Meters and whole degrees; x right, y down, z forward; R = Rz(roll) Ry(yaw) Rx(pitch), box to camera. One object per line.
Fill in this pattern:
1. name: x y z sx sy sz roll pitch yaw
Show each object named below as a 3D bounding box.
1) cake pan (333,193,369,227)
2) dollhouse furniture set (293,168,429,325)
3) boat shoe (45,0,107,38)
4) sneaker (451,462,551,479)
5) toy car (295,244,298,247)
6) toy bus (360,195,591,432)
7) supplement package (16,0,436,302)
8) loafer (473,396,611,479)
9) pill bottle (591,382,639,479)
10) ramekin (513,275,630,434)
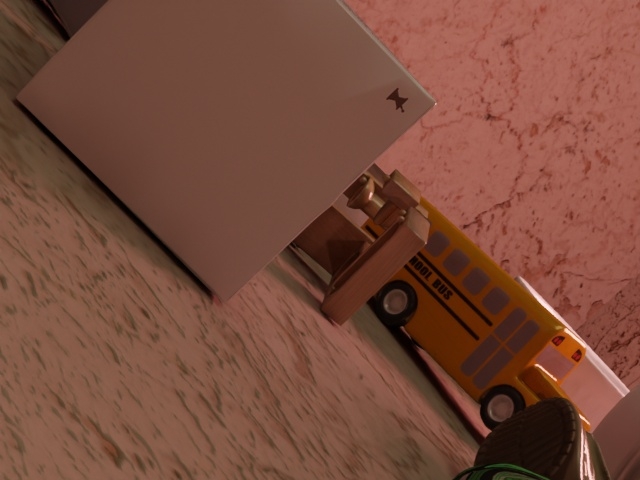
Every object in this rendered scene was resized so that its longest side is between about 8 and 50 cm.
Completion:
1. cake pan: 0.025 -0.066 1.924 0.293 0.054 0.293 47 7 -7
2. dollhouse furniture set: 0.011 -0.019 1.291 0.123 0.144 0.151 41 22 -9
3. boat shoe: -0.204 -0.230 1.271 0.258 0.095 0.084 50 11 16
4. sneaker: 0.213 0.253 0.885 0.343 0.134 0.146 45 6 -15
5. toy car: 0.000 0.000 1.433 0.122 0.040 0.060 43 8 -29
6. toy bus: 0.168 0.092 1.510 0.332 0.130 0.108 45 5 35
7. supplement package: -0.066 -0.118 1.025 0.198 0.199 0.262 45 7 -11
8. loafer: 0.187 0.221 1.096 0.092 0.102 0.268 56 16 -21
9. pill bottle: 0.425 0.301 1.243 0.407 0.229 0.229 47 6 33
10. ramekin: 0.297 0.190 1.776 0.277 0.135 0.277 46 7 -8
